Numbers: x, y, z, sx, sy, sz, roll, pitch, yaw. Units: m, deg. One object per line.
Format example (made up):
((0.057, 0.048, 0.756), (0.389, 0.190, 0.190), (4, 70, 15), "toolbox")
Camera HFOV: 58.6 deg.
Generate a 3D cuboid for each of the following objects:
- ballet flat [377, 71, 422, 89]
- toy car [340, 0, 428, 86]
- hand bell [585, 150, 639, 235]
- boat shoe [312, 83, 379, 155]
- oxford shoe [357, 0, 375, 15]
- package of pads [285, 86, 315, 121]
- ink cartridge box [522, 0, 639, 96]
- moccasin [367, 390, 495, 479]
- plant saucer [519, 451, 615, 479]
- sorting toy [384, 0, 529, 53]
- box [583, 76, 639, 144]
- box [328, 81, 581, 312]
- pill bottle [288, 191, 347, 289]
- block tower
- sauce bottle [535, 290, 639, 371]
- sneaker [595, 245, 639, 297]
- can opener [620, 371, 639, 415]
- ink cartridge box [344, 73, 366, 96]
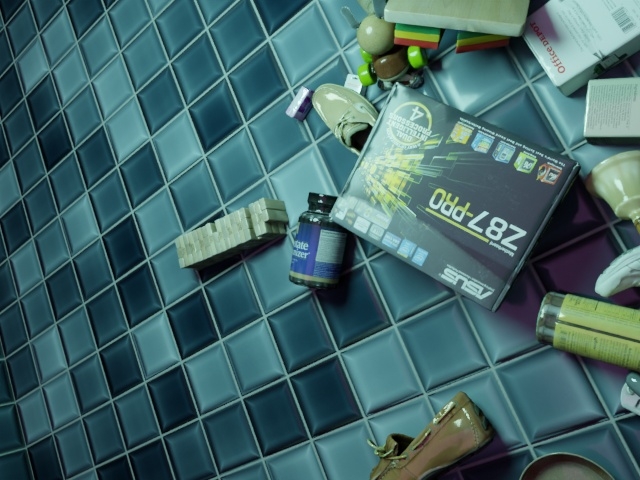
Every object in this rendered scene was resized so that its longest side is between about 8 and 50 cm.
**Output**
((0.178, -0.372, 1.319), (0.114, 0.041, 0.041), (6, 91, 31), "ballet flat")
((0.128, -0.456, 1.249), (0.155, 0.188, 0.149), (-13, 55, 31), "toy car")
((0.553, -0.023, 0.972), (0.126, 0.126, 0.242), (-25, 48, 28), "hand bell")
((0.084, -0.259, 1.314), (0.302, 0.098, 0.109), (45, 118, 16), "boat shoe")
((0.228, -0.635, 1.278), (0.348, 0.123, 0.130), (-25, 101, 27), "oxford shoe")
((-0.047, -0.346, 1.446), (0.032, 0.050, 0.083), (44, 110, 25), "package of pads")
((0.517, -0.406, 1.085), (0.219, 0.092, 0.160), (-32, 71, 27), "ink cartridge box")
((0.184, 0.463, 1.220), (0.380, 0.139, 0.147), (-45, 66, 21), "moccasin")
((0.484, 0.505, 1.097), (0.198, 0.036, 0.199), (-2, 86, 32), "plant saucer")
((0.281, -0.469, 1.143), (0.255, 0.089, 0.257), (12, 51, 14), "sorting toy")
((0.623, -0.230, 1.013), (0.275, 0.094, 0.113), (7, 92, 31), "box")
((0.255, -0.093, 1.147), (0.395, 0.097, 0.318), (32, 104, 21), "box")
((0.000, 0.000, 1.361), (0.122, 0.122, 0.219), (11, 93, 31), "pill bottle")
((-0.245, -0.010, 1.526), (0.335, 0.097, 0.091), (-23, 76, 29), "block tower")
((0.571, 0.182, 1.016), (0.344, 0.111, 0.111), (15, 96, 31), "sauce bottle")
((0.609, 0.049, 1.014), (0.232, 0.090, 0.115), (-39, 73, 25), "sneaker")
((0.657, 0.320, 0.975), (0.280, 0.093, 0.074), (26, 100, 24), "can opener")
((0.080, -0.356, 1.383), (0.048, 0.028, 0.083), (20, 99, 29), "ink cartridge box")
